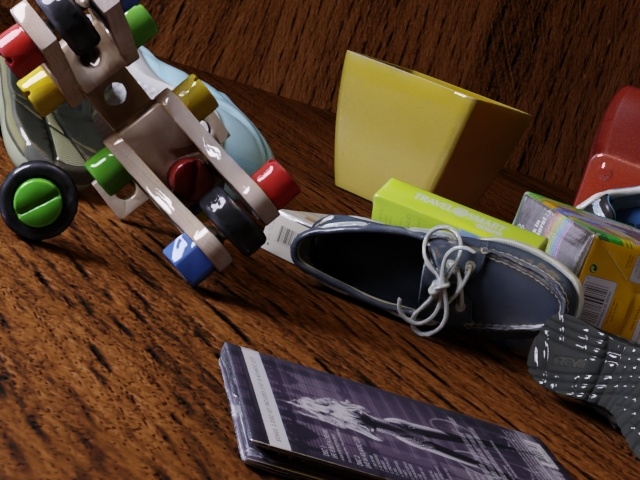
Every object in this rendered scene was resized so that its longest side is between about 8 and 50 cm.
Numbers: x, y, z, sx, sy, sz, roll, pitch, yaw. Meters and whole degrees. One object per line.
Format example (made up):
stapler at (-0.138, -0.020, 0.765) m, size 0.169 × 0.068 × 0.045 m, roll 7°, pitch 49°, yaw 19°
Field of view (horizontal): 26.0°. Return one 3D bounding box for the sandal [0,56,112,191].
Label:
sandal at (-0.271, -0.115, 1.334) m, size 0.120 × 0.086 × 0.303 m, roll 23°, pitch 23°, yaw -17°

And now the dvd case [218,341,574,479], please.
dvd case at (0.052, 0.122, 0.808) m, size 0.221 × 0.018 × 0.164 m, roll 19°, pitch 10°, yaw -13°

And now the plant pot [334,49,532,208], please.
plant pot at (0.139, -0.135, 1.953) m, size 0.212 × 0.187 × 0.212 m, roll 25°, pitch 11°, yaw 29°

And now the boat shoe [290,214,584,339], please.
boat shoe at (0.096, 0.030, 1.186) m, size 0.254 × 0.095 × 0.079 m, roll 19°, pitch 12°, yaw 23°

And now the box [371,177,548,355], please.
box at (0.128, 0.024, 1.254) m, size 0.178 × 0.109 × 0.042 m, roll 23°, pitch 40°, yaw 21°

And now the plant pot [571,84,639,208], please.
plant pot at (0.412, -0.011, 1.659) m, size 0.267 × 0.267 × 0.236 m, roll 23°, pitch 19°, yaw 20°

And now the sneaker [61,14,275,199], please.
sneaker at (-0.175, -0.128, 1.498) m, size 0.150 × 0.135 × 0.366 m, roll 22°, pitch 14°, yaw -41°

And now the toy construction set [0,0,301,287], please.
toy construction set at (-0.130, -0.133, 1.111) m, size 0.257 × 0.309 × 0.237 m, roll 26°, pitch 3°, yaw -13°

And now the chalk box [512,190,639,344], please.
chalk box at (0.252, 0.042, 1.343) m, size 0.132 × 0.132 × 0.213 m, roll 17°, pitch 11°, yaw -17°

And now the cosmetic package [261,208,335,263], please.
cosmetic package at (0.000, 0.000, 1.332) m, size 0.060 × 0.041 × 0.115 m, roll 25°, pitch 10°, yaw 28°

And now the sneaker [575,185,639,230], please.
sneaker at (0.274, -0.006, 1.460) m, size 0.086 × 0.237 × 0.085 m, roll 55°, pitch 17°, yaw -45°

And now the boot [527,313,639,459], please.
boot at (0.289, 0.132, 1.077) m, size 0.161 × 0.083 × 0.246 m, roll 21°, pitch 9°, yaw -35°
